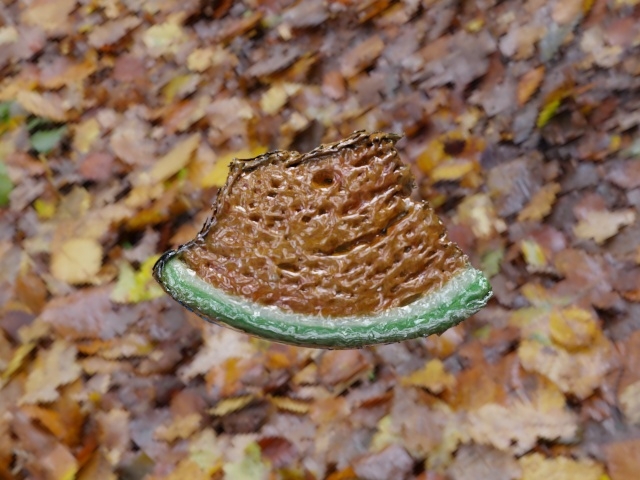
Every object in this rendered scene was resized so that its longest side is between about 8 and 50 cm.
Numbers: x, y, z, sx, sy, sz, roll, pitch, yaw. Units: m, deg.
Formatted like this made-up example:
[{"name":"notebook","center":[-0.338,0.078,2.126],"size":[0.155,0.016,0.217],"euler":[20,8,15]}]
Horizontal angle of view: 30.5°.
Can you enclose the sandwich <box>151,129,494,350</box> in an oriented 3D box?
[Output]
[{"name":"sandwich","center":[-0.006,0.010,0.860],"size":[0.235,0.159,0.079],"euler":[-13,0,-9]}]
